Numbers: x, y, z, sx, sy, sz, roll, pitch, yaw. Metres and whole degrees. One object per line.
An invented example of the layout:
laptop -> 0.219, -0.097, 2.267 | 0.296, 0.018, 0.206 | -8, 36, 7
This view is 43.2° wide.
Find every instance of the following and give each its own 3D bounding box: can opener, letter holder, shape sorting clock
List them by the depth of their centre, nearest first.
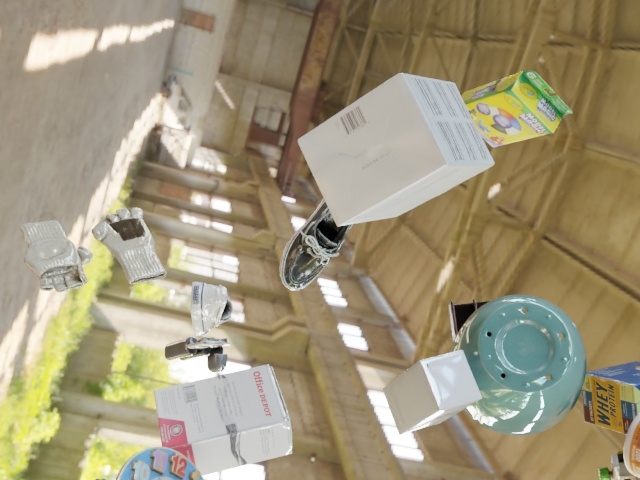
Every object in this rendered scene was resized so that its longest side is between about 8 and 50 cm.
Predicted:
shape sorting clock -> -0.235, 0.417, 1.236 | 0.040, 0.206, 0.206 | -30, -144, 27
can opener -> -0.309, 0.288, 2.008 | 0.283, 0.076, 0.095 | -23, -115, 55
letter holder -> 0.468, 0.322, 2.369 | 0.214, 0.152, 0.301 | 46, 38, -76

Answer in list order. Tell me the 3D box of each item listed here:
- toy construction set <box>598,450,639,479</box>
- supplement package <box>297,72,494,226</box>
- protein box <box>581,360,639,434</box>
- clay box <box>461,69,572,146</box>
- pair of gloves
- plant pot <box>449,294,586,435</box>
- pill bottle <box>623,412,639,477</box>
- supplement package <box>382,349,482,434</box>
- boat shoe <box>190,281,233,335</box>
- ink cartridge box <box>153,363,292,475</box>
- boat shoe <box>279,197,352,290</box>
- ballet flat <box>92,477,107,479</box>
toy construction set -> 0.798, 0.606, 1.946 | 0.309, 0.237, 0.257 | 58, 37, -63
supplement package -> 0.117, -0.133, 1.206 | 0.194, 0.203, 0.149 | -29, -99, 29
protein box -> 0.825, 0.408, 2.102 | 0.201, 0.200, 0.136 | 180, -97, -68
clay box -> 0.377, -0.257, 1.597 | 0.053, 0.127, 0.222 | -55, -162, -16
pair of gloves -> -0.422, 0.012, 1.490 | 0.204, 0.240, 0.042 | -122, -146, -46
plant pot -> 0.413, 0.242, 1.674 | 0.235, 0.293, 0.293 | 68, 30, -68
pill bottle -> 0.615, 0.357, 1.302 | 0.216, 0.121, 0.121 | 12, -92, 50
supplement package -> 0.218, 0.303, 1.603 | 0.179, 0.105, 0.105 | -54, -130, 55
boat shoe -> -0.239, 0.150, 1.801 | 0.267, 0.088, 0.096 | 103, -12, -67
ink cartridge box -> -0.171, 0.318, 1.426 | 0.158, 0.218, 0.092 | -117, -162, -56
boat shoe -> 0.004, 0.002, 1.959 | 0.306, 0.113, 0.105 | -51, -164, 11
ballet flat -> -0.436, 0.565, 1.547 | 0.077, 0.091, 0.241 | -35, -144, 7
